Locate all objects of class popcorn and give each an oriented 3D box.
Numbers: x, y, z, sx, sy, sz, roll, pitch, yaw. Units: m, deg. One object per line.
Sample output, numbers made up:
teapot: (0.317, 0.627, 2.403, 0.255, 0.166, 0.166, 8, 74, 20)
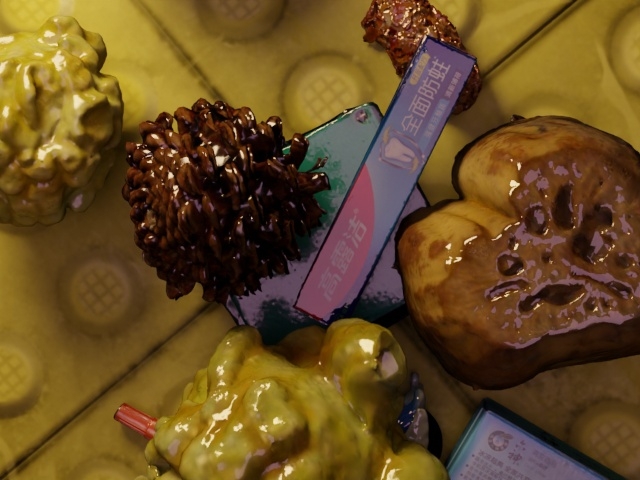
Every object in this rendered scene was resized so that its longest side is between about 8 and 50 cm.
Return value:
popcorn: (-0.052, 0.233, 1.097, 0.279, 0.335, 0.274, -24, 71, -27)
popcorn: (-0.320, -0.131, 1.197, 0.181, 0.217, 0.235, 9, 88, -21)

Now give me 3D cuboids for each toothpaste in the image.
toothpaste: (0.067, -0.061, 1.148, 0.066, 0.076, 0.320, 25, 97, 0)

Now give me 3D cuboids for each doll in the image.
doll: (0.101, 0.240, 1.196, 0.070, 0.096, 0.195, 8, 63, -1)

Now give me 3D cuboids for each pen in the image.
pen: (-0.137, 0.258, 1.272, 0.239, 0.028, 0.028, 28, 96, 4)

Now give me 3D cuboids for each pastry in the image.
pastry: (0.116, -0.216, 1.202, 0.087, 0.063, 0.169, -43, 89, 9)

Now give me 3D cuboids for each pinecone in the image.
pinecone: (-0.095, -0.042, 1.111, 0.222, 0.221, 0.221, 0, 93, 6)

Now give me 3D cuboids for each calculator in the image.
calculator: (0.000, 0.000, 1.229, 0.274, 0.058, 0.248, -32, 90, 7)

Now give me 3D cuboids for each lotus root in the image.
lotus root: (0.219, 0.005, 1.097, 0.316, 0.250, 0.316, 0, 88, 0)

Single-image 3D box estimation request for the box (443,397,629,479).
box: (0.250, 0.299, 1.206, 0.232, 0.083, 0.142, 30, 97, 5)
